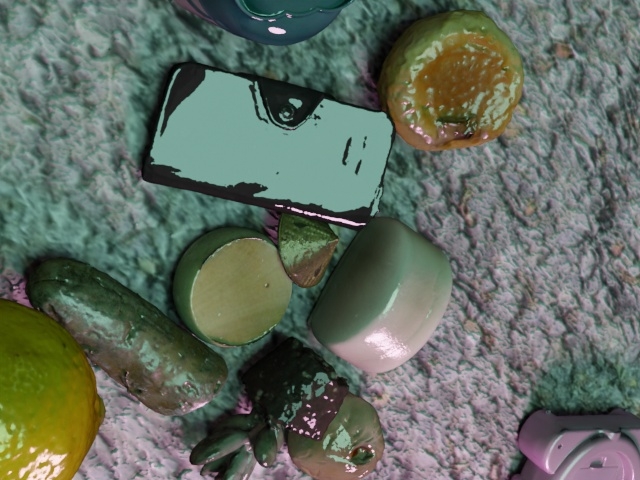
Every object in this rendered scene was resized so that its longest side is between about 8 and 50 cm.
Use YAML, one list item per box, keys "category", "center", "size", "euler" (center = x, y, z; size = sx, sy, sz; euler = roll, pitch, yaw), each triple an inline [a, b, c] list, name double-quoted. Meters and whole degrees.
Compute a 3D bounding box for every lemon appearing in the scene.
- category: "lemon"
  center: [-0.461, 0.221, 1.571]
  size: [0.336, 0.336, 0.336]
  euler: [-10, 112, -27]

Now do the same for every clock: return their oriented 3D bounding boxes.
- category: "clock"
  center: [0.501, 0.490, 2.348]
  size: [0.296, 0.113, 0.322]
  euler: [4, 107, -31]

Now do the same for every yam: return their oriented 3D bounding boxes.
- category: "yam"
  center: [-0.290, 0.139, 1.750]
  size: [0.330, 0.133, 0.133]
  euler: [42, 84, -31]

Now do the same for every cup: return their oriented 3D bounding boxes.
- category: "cup"
  center: [-0.057, -0.389, 1.629]
  size: [0.290, 0.257, 0.219]
  euler: [-12, 118, -27]

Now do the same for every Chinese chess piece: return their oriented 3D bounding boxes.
- category: "Chinese chess piece"
  center: [-0.136, 0.072, 1.848]
  size: [0.188, 0.083, 0.188]
  euler: [-8, 108, -28]

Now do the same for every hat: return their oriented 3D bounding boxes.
- category: "hat"
  center: [0.000, 0.000, 1.865]
  size: [0.146, 0.067, 0.146]
  euler: [13, 74, -55]

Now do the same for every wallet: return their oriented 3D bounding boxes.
- category: "wallet"
  center: [-0.068, -0.140, 1.792]
  size: [0.378, 0.051, 0.197]
  euler: [13, 100, -22]

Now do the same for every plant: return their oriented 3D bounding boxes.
- category: "plant"
  center: [-0.082, 0.291, 1.914]
  size: [0.274, 0.149, 0.146]
  euler: [-46, 123, -6]

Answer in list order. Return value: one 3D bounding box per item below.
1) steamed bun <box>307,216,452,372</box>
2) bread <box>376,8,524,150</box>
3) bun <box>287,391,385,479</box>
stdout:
- category: "steamed bun"
  center: [0.107, 0.096, 1.945]
  size: [0.146, 0.164, 0.241]
  euler: [32, 88, -36]
- category: "bread"
  center: [0.199, -0.250, 1.898]
  size: [0.244, 0.134, 0.244]
  euler: [-11, 115, -24]
- category: "bun"
  center: [0.037, 0.340, 2.019]
  size: [0.173, 0.113, 0.166]
  euler: [14, 100, -34]
